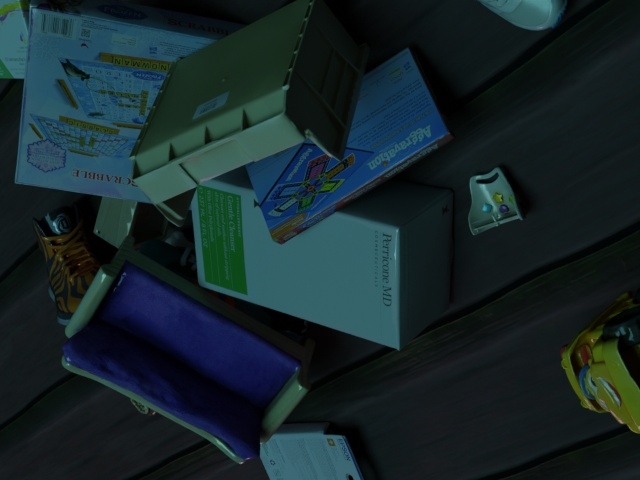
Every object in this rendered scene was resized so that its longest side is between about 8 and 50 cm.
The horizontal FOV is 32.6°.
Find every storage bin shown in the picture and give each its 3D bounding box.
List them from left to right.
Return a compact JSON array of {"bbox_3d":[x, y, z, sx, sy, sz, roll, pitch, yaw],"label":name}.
[{"bbox_3d":[-0.092,-0.170,1.431,0.262,0.260,0.123,-20,127,29],"label":"storage bin"}]

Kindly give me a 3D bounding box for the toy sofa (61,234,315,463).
[{"bbox_3d":[-0.198,0.168,1.670,0.362,0.177,0.150,31,122,-9],"label":"toy sofa"}]

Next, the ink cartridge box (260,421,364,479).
[{"bbox_3d":[0.008,0.420,1.905,0.224,0.045,0.223,-8,110,41],"label":"ink cartridge box"}]

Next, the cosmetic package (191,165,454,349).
[{"bbox_3d":[0.000,0.000,1.589,0.365,0.155,0.197,15,120,34],"label":"cosmetic package"}]

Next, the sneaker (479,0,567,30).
[{"bbox_3d":[0.186,-0.319,1.292,0.228,0.092,0.087,39,132,13],"label":"sneaker"}]

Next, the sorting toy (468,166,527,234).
[{"bbox_3d":[0.231,-0.056,1.449,0.083,0.045,0.075,-19,94,44],"label":"sorting toy"}]

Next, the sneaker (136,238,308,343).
[{"bbox_3d":[-0.152,0.070,1.769,0.302,0.108,0.121,32,118,-9],"label":"sneaker"}]

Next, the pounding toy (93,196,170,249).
[{"bbox_3d":[-0.311,-0.056,1.841,0.100,0.141,0.130,30,116,22],"label":"pounding toy"}]

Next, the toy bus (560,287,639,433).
[{"bbox_3d":[0.372,0.143,1.332,0.211,0.220,0.150,-20,99,50],"label":"toy bus"}]

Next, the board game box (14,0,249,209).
[{"bbox_3d":[-0.282,-0.200,1.636,0.318,0.066,0.318,9,130,-12],"label":"board game box"}]

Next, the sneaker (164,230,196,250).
[{"bbox_3d":[-0.277,0.107,1.907,0.110,0.118,0.292,39,132,17],"label":"sneaker"}]

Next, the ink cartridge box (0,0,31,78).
[{"bbox_3d":[-0.507,-0.382,1.822,0.154,0.093,0.213,8,118,37],"label":"ink cartridge box"}]

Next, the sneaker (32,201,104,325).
[{"bbox_3d":[-0.443,0.036,1.939,0.321,0.124,0.180,20,127,59],"label":"sneaker"}]

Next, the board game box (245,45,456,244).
[{"bbox_3d":[0.031,-0.124,1.454,0.281,0.027,0.145,-31,62,20],"label":"board game box"}]

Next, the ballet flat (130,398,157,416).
[{"bbox_3d":[-0.381,0.234,2.105,0.084,0.058,0.250,-7,110,42],"label":"ballet flat"}]
